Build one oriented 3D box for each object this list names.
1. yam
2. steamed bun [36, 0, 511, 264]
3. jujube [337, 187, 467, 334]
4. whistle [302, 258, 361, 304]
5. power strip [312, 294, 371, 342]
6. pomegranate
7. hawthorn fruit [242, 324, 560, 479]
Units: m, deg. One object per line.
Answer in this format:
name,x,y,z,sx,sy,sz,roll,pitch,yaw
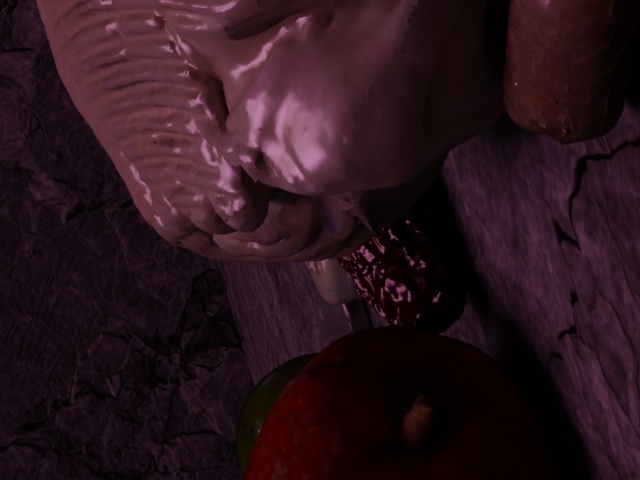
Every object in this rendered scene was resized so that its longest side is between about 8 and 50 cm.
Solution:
yam,0.114,-0.159,0.598,0.300,0.066,0.066,84,165,-51
steamed bun,-0.015,-0.161,0.829,0.339,0.247,0.352,-10,105,63
jujube,0.056,0.004,1.111,0.104,0.104,0.166,99,151,-69
whistle,0.000,0.000,1.520,0.258,0.067,0.126,-143,38,-78
power strip,0.022,0.087,1.654,0.252,0.027,0.060,142,110,-80
pomegranate,0.021,0.219,1.488,0.247,0.202,0.202,16,128,45
hawthorn fruit,0.059,0.191,1.017,0.258,0.258,0.262,-132,40,-68
